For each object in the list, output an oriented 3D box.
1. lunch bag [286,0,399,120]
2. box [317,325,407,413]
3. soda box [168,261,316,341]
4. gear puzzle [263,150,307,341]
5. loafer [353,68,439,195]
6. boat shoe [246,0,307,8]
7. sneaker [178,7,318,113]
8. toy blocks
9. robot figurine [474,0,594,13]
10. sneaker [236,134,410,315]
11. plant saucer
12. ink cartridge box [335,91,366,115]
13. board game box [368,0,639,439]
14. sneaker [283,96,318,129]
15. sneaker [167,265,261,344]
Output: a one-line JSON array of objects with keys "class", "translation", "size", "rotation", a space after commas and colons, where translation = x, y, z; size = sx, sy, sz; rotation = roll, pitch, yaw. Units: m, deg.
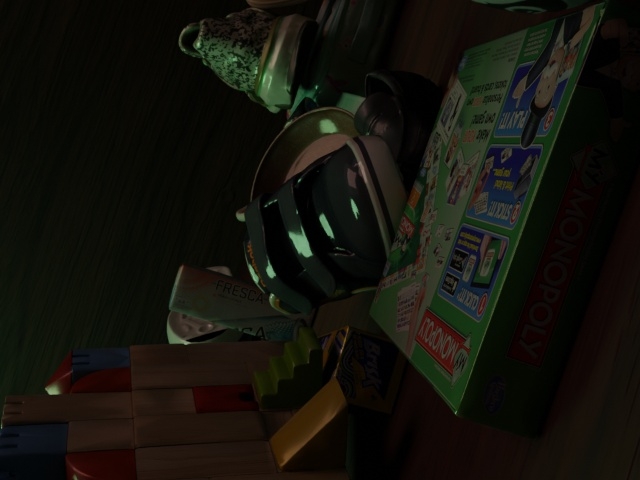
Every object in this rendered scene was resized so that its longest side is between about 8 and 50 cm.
[{"class": "lunch bag", "translation": [0.041, -0.305, 1.723], "size": [0.224, 0.108, 0.279], "rotation": [128, 160, -71]}, {"class": "box", "translation": [0.023, 0.111, 0.945], "size": [0.169, 0.054, 0.059], "rotation": [142, 145, -77]}, {"class": "soda box", "translation": [-0.102, 0.084, 1.468], "size": [0.058, 0.183, 0.063], "rotation": [-156, 83, -83]}, {"class": "gear puzzle", "translation": [-0.043, 0.014, 1.572], "size": [0.175, 0.044, 0.339], "rotation": [-104, 26, -43]}, {"class": "loafer", "translation": [0.068, -0.100, 1.060], "size": [0.223, 0.078, 0.076], "rotation": [-83, 13, -59]}, {"class": "boat shoe", "translation": [0.011, -0.430, 1.620], "size": [0.098, 0.302, 0.109], "rotation": [48, -151, -46]}, {"class": "sneaker", "translation": [-0.114, -0.289, 1.683], "size": [0.410, 0.182, 0.158], "rotation": [-146, 74, -82]}, {"class": "toy blocks", "translation": [-0.127, 0.176, 0.860], "size": [0.381, 0.261, 0.191], "rotation": [-121, 31, -70]}, {"class": "robot figurine", "translation": [0.122, -0.240, 0.640], "size": [0.278, 0.173, 0.209], "rotation": [-80, 8, -53]}, {"class": "sneaker", "translation": [0.000, 0.000, 1.003], "size": [0.321, 0.127, 0.126], "rotation": [118, 134, -78]}, {"class": "plant saucer", "translation": [-0.005, -0.069, 1.420], "size": [0.198, 0.036, 0.199], "rotation": [-21, 58, 37]}, {"class": "ink cartridge box", "translation": [0.048, -0.120, 1.522], "size": [0.179, 0.045, 0.145], "rotation": [33, 104, 66]}, {"class": "board game box", "translation": [0.104, -0.022, 0.699], "size": [0.317, 0.046, 0.213], "rotation": [-135, 63, -82]}, {"class": "sneaker", "translation": [0.002, -0.151, 1.636], "size": [0.063, 0.073, 0.162], "rotation": [-55, -24, -4]}, {"class": "sneaker", "translation": [-0.142, 0.189, 1.716], "size": [0.323, 0.130, 0.236], "rotation": [-116, 11, -74]}]
